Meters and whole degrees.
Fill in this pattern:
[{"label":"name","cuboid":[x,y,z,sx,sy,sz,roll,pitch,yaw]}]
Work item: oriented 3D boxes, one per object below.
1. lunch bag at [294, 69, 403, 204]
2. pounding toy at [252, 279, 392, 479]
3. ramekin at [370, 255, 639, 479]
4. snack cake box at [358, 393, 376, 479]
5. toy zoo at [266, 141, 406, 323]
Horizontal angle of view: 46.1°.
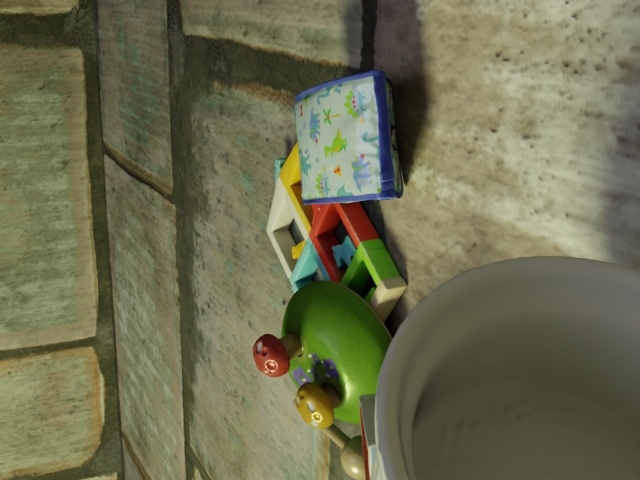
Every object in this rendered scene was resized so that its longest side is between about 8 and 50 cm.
[{"label":"lunch bag","cuboid":[0.037,-0.104,0.792,0.151,0.096,0.128,-178,81,-72]},{"label":"pounding toy","cuboid":[-0.008,0.171,0.881,0.183,0.110,0.236,29,131,39]},{"label":"ramekin","cuboid":[0.159,0.153,0.451,0.135,0.277,0.277,100,148,-44]},{"label":"snack cake box","cuboid":[0.094,0.297,0.739,0.152,0.089,0.264,-77,-18,-84]},{"label":"toy zoo","cuboid":[0.000,0.000,0.958,0.293,0.030,0.192,63,147,31]}]
